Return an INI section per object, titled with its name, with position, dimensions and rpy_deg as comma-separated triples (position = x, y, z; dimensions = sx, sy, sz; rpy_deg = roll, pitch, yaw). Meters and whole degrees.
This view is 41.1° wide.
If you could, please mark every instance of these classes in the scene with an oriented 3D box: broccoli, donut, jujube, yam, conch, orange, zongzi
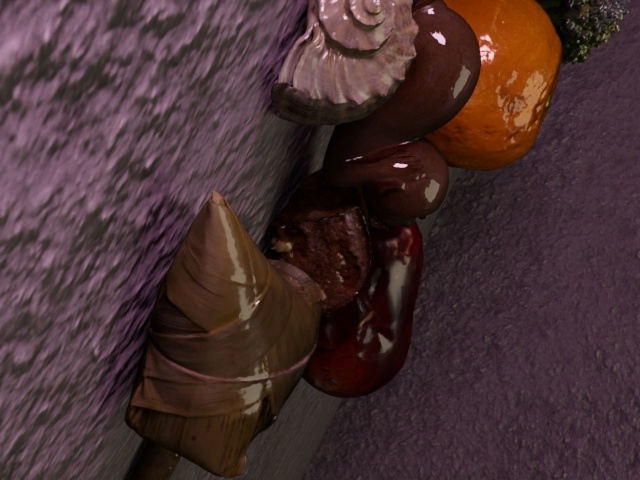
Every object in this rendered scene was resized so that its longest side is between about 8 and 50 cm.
[broccoli]
position = 0.405, -0.411, 1.471
dimensions = 0.302, 0.249, 0.375
rpy_deg = -60, -159, 20
[donut]
position = 0.006, 0.007, 1.086
dimensions = 0.126, 0.144, 0.187
rpy_deg = -80, 158, -45
[jujube]
position = 0.052, 0.090, 1.287
dimensions = 0.223, 0.223, 0.318
rpy_deg = -50, 159, -48
[yam]
position = -0.235, 0.346, 0.997
dimensions = 0.327, 0.045, 0.045
rpy_deg = -62, -160, 4
[conch]
position = 0.010, -0.175, 0.823
dimensions = 0.155, 0.130, 0.207
rpy_deg = -21, 176, -22
[orange]
position = 0.208, -0.229, 1.180
dimensions = 0.261, 0.261, 0.261
rpy_deg = -59, 168, -20
[zongzi]
position = -0.062, 0.034, 0.827
dimensions = 0.274, 0.145, 0.300
rpy_deg = -53, 159, -57

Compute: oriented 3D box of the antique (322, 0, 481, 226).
[antique]
position = 0.096, -0.138, 0.948
dimensions = 0.121, 0.143, 0.257
rpy_deg = -12, 117, -57
